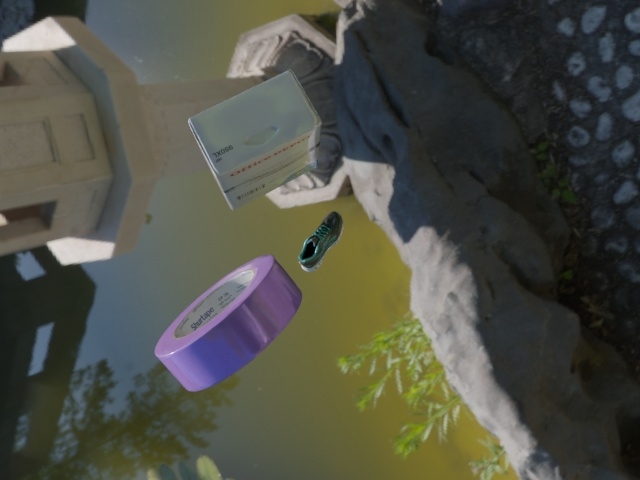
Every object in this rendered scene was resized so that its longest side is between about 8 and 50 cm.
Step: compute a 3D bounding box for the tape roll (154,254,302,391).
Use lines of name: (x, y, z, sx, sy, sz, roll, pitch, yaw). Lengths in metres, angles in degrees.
tape roll: (-0.167, 0.146, 1.241, 0.275, 0.275, 0.090, -25, 108, 44)

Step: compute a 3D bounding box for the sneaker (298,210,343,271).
sneaker: (0.000, 0.000, 1.673, 0.065, 0.076, 0.166, 28, 88, 21)

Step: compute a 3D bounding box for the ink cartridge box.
ink cartridge box: (-0.159, -0.248, 1.775, 0.166, 0.285, 0.395, 61, 174, 7)
